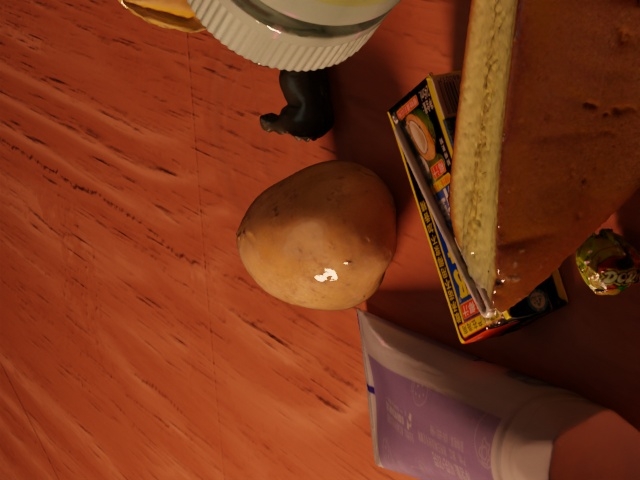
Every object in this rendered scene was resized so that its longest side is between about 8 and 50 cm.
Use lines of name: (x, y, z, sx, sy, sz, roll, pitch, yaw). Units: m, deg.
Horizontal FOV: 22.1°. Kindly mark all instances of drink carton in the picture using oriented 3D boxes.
drink carton: (0.099, -0.022, 1.058, 0.071, 0.056, 0.166, 138, 118, -64)

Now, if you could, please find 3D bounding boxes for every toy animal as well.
toy animal: (-0.020, -0.143, 1.270, 0.065, 0.047, 0.136, -1, 97, 59)

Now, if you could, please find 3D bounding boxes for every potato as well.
potato: (0.001, 0.000, 1.218, 0.147, 0.112, 0.112, -13, 87, 57)

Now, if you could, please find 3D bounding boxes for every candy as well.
candy: (0.157, -0.015, 0.980, 0.035, 0.035, 0.123, 43, -162, -41)

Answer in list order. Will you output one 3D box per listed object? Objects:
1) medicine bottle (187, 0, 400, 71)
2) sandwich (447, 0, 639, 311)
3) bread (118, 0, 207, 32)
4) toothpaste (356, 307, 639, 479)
medicine bottle: (0.027, -0.242, 1.006, 0.318, 0.158, 0.158, -46, 58, 59)
sandwich: (0.130, -0.090, 0.927, 0.094, 0.096, 0.258, -124, 32, -51)
bread: (-0.095, -0.289, 1.217, 0.133, 0.179, 0.250, 41, 129, 51)
toothpaste: (0.094, 0.122, 1.108, 0.371, 0.080, 0.125, -173, 74, -68)
